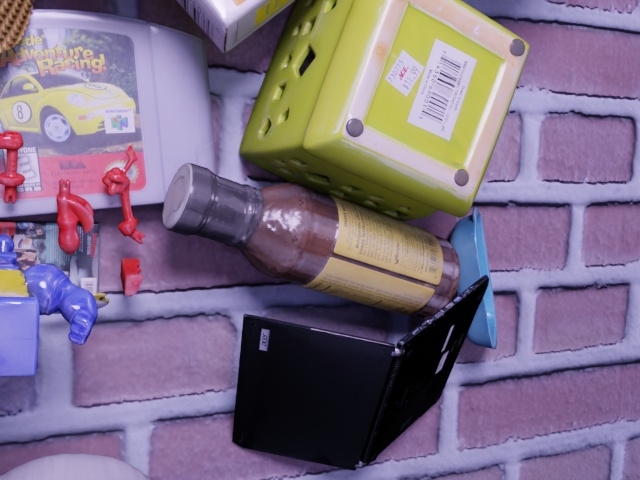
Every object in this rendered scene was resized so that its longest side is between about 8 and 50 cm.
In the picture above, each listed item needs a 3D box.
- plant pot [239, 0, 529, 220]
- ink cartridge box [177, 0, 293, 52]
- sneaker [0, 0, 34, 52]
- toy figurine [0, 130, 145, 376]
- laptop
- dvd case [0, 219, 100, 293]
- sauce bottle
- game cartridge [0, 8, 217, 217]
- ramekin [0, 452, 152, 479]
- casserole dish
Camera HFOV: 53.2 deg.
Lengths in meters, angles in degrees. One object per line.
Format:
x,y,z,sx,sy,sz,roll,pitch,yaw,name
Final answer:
0.074,-0.151,0.684,0.227,0.207,0.228,21,89,-23,plant pot
-0.077,-0.386,0.611,0.307,0.072,0.303,-41,89,-18,ink cartridge box
-0.303,-0.234,0.563,0.084,0.069,0.185,4,56,-3,sneaker
-0.307,0.022,0.499,0.362,0.217,0.191,5,112,-26,toy figurine
0.045,0.146,0.757,0.264,0.136,0.234,-29,144,-37,laptop
-0.293,0.023,0.665,0.119,0.013,0.087,1,98,-21,dvd case
0.000,0.000,0.708,0.344,0.111,0.111,20,90,-31,sauce bottle
-0.255,-0.126,0.639,0.294,0.060,0.196,-8,96,-21,game cartridge
-0.266,0.360,0.660,0.277,0.135,0.277,-3,98,-22,ramekin
0.198,0.051,0.825,0.037,0.114,0.188,-7,105,19,casserole dish
